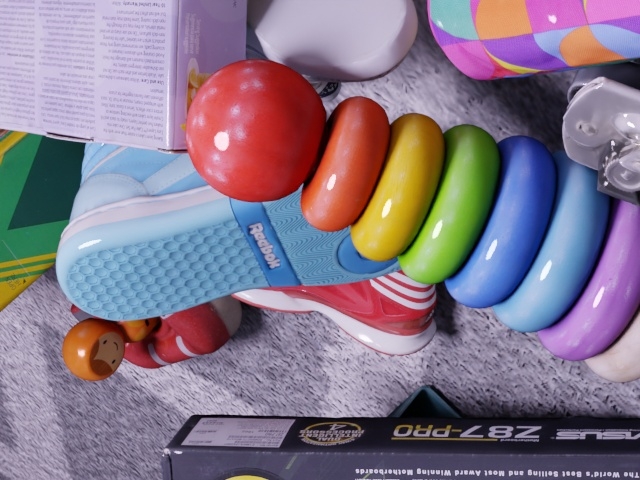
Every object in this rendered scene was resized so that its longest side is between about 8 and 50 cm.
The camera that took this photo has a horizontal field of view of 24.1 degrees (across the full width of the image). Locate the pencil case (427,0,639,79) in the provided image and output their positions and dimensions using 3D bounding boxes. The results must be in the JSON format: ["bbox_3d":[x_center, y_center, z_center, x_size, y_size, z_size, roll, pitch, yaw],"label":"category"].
[{"bbox_3d":[0.172,-0.150,0.848,0.236,0.104,0.104,-4,125,46],"label":"pencil case"}]

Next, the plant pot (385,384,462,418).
[{"bbox_3d":[0.065,0.272,1.394,0.166,0.165,0.234,44,153,-1],"label":"plant pot"}]

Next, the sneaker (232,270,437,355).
[{"bbox_3d":[0.000,0.000,1.237,0.221,0.087,0.128,19,133,14],"label":"sneaker"}]

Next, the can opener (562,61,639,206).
[{"bbox_3d":[0.280,-0.040,0.883,0.283,0.095,0.076,21,144,7],"label":"can opener"}]

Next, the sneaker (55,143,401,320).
[{"bbox_3d":[-0.046,-0.066,1.151,0.319,0.208,0.127,-9,135,3],"label":"sneaker"}]

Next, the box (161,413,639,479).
[{"bbox_3d":[0.082,0.301,1.200,0.395,0.097,0.318,0,104,12],"label":"box"}]

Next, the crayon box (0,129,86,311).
[{"bbox_3d":[-0.322,-0.015,1.333,0.363,0.313,0.106,-12,119,53],"label":"crayon box"}]

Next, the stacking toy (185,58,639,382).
[{"bbox_3d":[0.074,-0.027,0.944,0.330,0.141,0.141,21,149,-10],"label":"stacking toy"}]

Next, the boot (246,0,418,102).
[{"bbox_3d":[-0.009,-0.142,1.045,0.258,0.095,0.123,28,168,44],"label":"boot"}]

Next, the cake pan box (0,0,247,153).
[{"bbox_3d":[-0.153,-0.192,1.044,0.267,0.070,0.245,10,100,48],"label":"cake pan box"}]

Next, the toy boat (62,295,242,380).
[{"bbox_3d":[-0.186,0.075,1.440,0.151,0.151,0.231,51,147,-12],"label":"toy boat"}]
